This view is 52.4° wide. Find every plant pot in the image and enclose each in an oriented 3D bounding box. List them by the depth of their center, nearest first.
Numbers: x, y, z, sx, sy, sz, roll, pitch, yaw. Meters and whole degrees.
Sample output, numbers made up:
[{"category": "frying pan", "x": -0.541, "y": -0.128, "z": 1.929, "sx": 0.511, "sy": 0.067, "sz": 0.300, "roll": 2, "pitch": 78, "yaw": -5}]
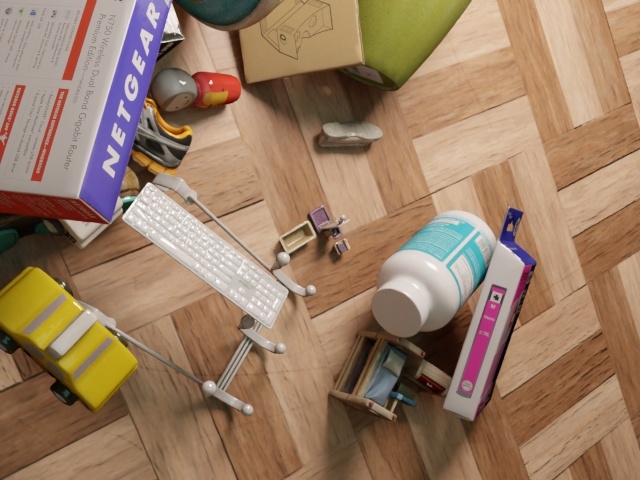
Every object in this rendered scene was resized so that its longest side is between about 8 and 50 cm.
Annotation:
[{"category": "plant pot", "x": 0.131, "y": -0.420, "z": 1.116, "sx": 0.275, "sy": 0.275, "sz": 0.293, "roll": 22, "pitch": 92, "yaw": -25}]

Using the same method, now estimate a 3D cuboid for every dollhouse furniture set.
[{"category": "dollhouse furniture set", "x": 0.000, "y": 0.000, "z": 1.095, "sx": 0.114, "sy": 0.081, "sz": 0.091, "roll": -31, "pitch": 101, "yaw": -26}, {"category": "dollhouse furniture set", "x": 0.141, "y": 0.258, "z": 1.128, "sx": 0.184, "sy": 0.129, "sz": 0.129, "roll": 35, "pitch": 72, "yaw": -22}]

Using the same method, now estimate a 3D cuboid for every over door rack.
[{"category": "over door rack", "x": -0.161, "y": 0.092, "z": 0.959, "sx": 0.324, "sy": 0.108, "sz": 0.239, "roll": 42, "pitch": 68, "yaw": -33}]

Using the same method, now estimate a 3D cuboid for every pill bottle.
[{"category": "pill bottle", "x": 0.193, "y": 0.060, "z": 1.120, "sx": 0.264, "sy": 0.146, "sz": 0.146, "roll": -36, "pitch": 104, "yaw": -45}]

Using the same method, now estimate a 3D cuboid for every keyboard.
[{"category": "keyboard", "x": -0.153, "y": 0.024, "z": 0.900, "sx": 0.256, "sy": 0.014, "sz": 0.072, "roll": 40, "pitch": 45, "yaw": -19}]

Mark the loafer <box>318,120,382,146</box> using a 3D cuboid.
[{"category": "loafer", "x": 0.052, "y": -0.188, "z": 1.165, "sx": 0.125, "sy": 0.039, "sz": 0.045, "roll": -5, "pitch": 56, "yaw": -31}]

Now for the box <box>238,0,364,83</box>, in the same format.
[{"category": "box", "x": -0.036, "y": -0.351, "z": 1.050, "sx": 0.201, "sy": 0.021, "sz": 0.164, "roll": -5, "pitch": 97, "yaw": 15}]

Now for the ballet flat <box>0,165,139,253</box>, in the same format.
[{"category": "ballet flat", "x": -0.413, "y": -0.049, "z": 0.866, "sx": 0.342, "sy": 0.116, "sz": 0.124, "roll": -26, "pitch": 86, "yaw": -29}]

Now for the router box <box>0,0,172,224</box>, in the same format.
[{"category": "router box", "x": -0.355, "y": -0.199, "z": 0.752, "sx": 0.301, "sy": 0.082, "sz": 0.335, "roll": 7, "pitch": 73, "yaw": 9}]

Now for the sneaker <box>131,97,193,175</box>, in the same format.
[{"category": "sneaker", "x": -0.281, "y": -0.181, "z": 0.942, "sx": 0.215, "sy": 0.084, "sz": 0.083, "roll": 35, "pitch": 105, "yaw": -31}]

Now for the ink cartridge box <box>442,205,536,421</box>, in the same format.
[{"category": "ink cartridge box", "x": 0.318, "y": 0.127, "z": 1.167, "sx": 0.176, "sy": 0.069, "sz": 0.371, "roll": 1, "pitch": 104, "yaw": -65}]

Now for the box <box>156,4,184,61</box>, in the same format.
[{"category": "box", "x": -0.276, "y": -0.338, "z": 0.907, "sx": 0.045, "sy": 0.184, "sz": 0.190, "roll": -25, "pitch": 98, "yaw": -38}]

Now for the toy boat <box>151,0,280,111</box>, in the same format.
[{"category": "toy boat", "x": -0.169, "y": -0.346, "z": 0.955, "sx": 0.148, "sy": 0.267, "sz": 0.318, "roll": -14, "pitch": 123, "yaw": -44}]

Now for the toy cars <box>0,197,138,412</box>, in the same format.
[{"category": "toy cars", "x": -0.315, "y": 0.014, "z": 0.790, "sx": 0.176, "sy": 0.087, "sz": 0.393, "roll": -2, "pitch": 77, "yaw": -33}]
